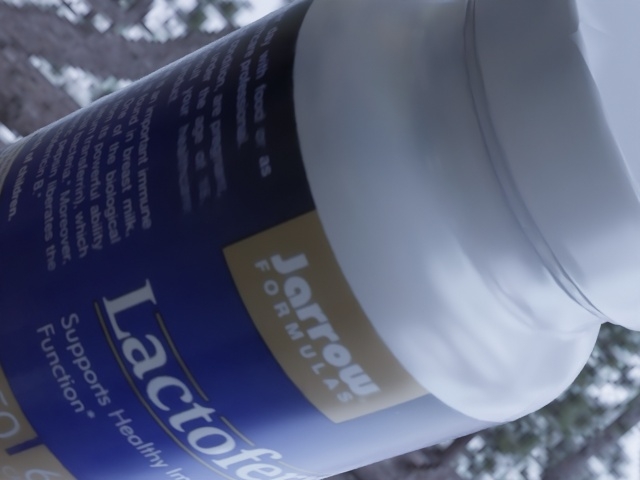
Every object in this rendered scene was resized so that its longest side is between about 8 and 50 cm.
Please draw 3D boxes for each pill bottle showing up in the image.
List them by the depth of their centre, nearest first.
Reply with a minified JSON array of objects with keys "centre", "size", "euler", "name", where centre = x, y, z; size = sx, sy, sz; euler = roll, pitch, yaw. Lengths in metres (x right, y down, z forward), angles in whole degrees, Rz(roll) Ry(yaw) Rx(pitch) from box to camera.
[{"centre":[0.000,0.000,0.520],"size":[0.264,0.153,0.153],"euler":[-23,-149,32],"name":"pill bottle"}]
